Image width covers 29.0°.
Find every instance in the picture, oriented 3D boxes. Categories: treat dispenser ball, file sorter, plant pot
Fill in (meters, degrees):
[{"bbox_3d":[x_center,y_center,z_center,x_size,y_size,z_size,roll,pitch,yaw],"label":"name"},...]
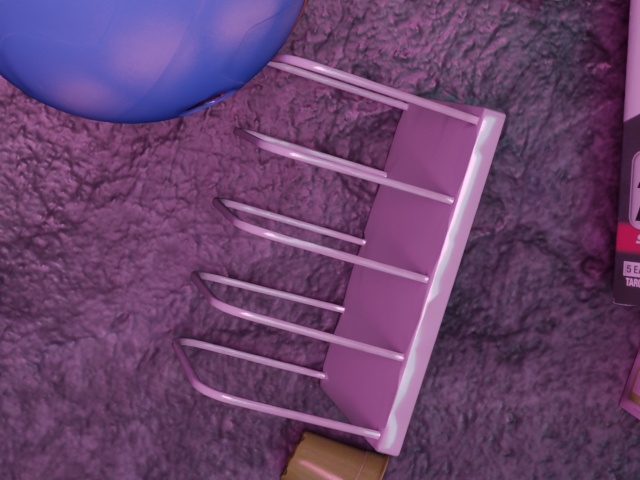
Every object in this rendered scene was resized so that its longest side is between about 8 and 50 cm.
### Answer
[{"bbox_3d":[-0.143,-0.231,0.913,0.288,0.288,0.288,-1,98,-9],"label":"treat dispenser ball"},{"bbox_3d":[0.000,0.000,1.014,0.173,0.193,0.277,15,95,-16],"label":"file sorter"},{"bbox_3d":[0.008,0.212,1.117,0.079,0.083,0.083,27,93,0],"label":"plant pot"}]

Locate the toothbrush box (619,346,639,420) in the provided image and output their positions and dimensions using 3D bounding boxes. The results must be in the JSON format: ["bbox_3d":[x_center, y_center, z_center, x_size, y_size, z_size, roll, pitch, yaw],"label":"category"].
[{"bbox_3d":[0.450,0.158,1.113,0.283,0.206,0.122,17,96,-12],"label":"toothbrush box"}]

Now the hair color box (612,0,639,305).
[{"bbox_3d":[0.365,-0.124,1.057,0.113,0.185,0.374,-9,103,-54],"label":"hair color box"}]
